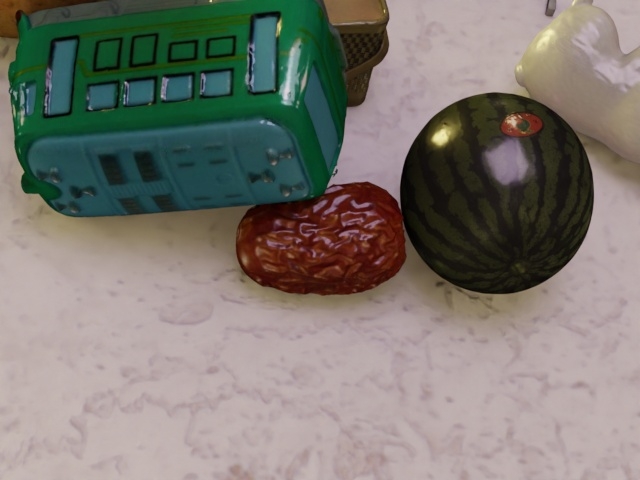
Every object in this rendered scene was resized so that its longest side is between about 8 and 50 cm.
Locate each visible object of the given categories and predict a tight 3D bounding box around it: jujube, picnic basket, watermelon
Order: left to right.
[{"bbox_3d":[-0.062,-0.250,1.681,0.266,0.139,0.165,-4,56,-15],"label":"picnic basket"},{"bbox_3d":[0.000,0.000,1.535,0.176,0.109,0.112,-7,57,-2],"label":"jujube"},{"bbox_3d":[0.182,-0.047,1.548,0.212,0.212,0.212,6,54,-8],"label":"watermelon"}]

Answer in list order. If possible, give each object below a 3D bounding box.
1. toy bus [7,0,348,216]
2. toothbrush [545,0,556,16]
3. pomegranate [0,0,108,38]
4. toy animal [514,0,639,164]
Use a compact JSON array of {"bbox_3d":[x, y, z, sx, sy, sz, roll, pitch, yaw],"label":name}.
[{"bbox_3d":[-0.147,-0.132,1.503,0.343,0.183,0.199,-5,56,13],"label":"toy bus"},{"bbox_3d":[0.304,-0.363,1.921,0.017,0.014,0.194,12,54,-4],"label":"toothbrush"},{"bbox_3d":[-0.320,-0.355,1.629,0.281,0.281,0.281,6,54,-8],"label":"pomegranate"},{"bbox_3d":[0.368,-0.158,1.717,0.282,0.140,0.138,36,64,18],"label":"toy animal"}]
